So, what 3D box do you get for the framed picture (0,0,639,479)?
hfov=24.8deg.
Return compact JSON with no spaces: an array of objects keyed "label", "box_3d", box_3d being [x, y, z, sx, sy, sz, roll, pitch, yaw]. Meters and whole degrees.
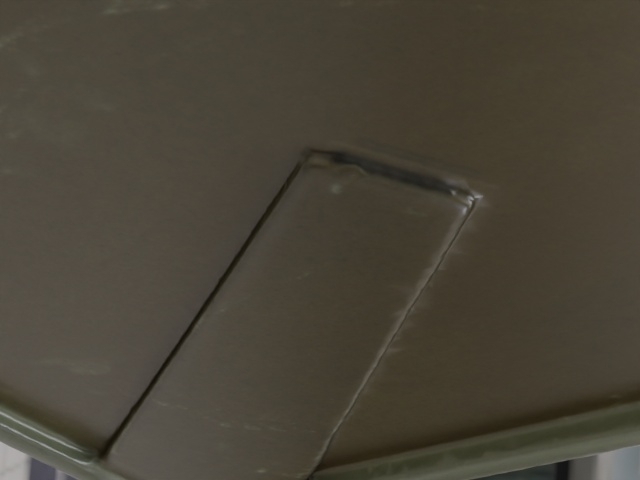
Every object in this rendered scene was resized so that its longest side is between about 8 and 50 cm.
[{"label":"framed picture","box_3d":[0.000,0.000,0.470,0.326,0.446,0.028,36,49,-37]}]
